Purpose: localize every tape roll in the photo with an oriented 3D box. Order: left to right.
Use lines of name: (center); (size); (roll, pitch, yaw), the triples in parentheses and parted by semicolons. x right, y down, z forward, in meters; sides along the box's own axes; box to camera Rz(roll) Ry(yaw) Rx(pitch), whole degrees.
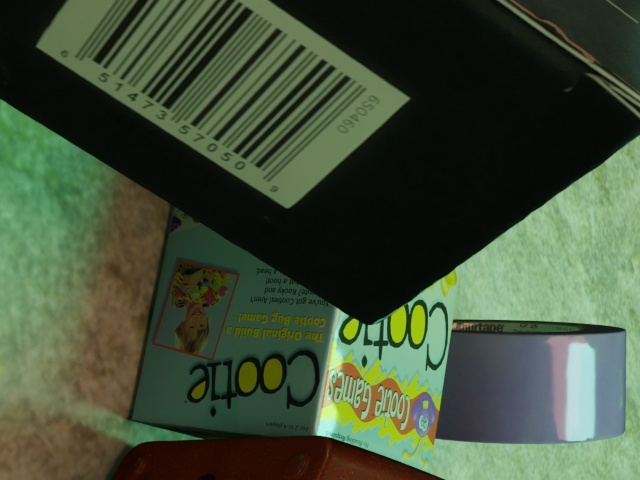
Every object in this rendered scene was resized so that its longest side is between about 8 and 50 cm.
tape roll: (0.140, 0.105, 1.015); (0.189, 0.189, 0.080); (1, 91, -55)

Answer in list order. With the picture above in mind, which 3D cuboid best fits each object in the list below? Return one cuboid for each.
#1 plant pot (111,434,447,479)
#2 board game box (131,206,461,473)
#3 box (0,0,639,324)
plant pot: (-0.019, 0.251, 0.757); (0.236, 0.267, 0.267); (46, 53, -29)
board game box: (0.000, 0.000, 0.854); (0.142, 0.144, 0.275); (27, 69, -52)
box: (0.010, -0.214, 0.659); (0.294, 0.212, 0.395); (32, 48, -16)
